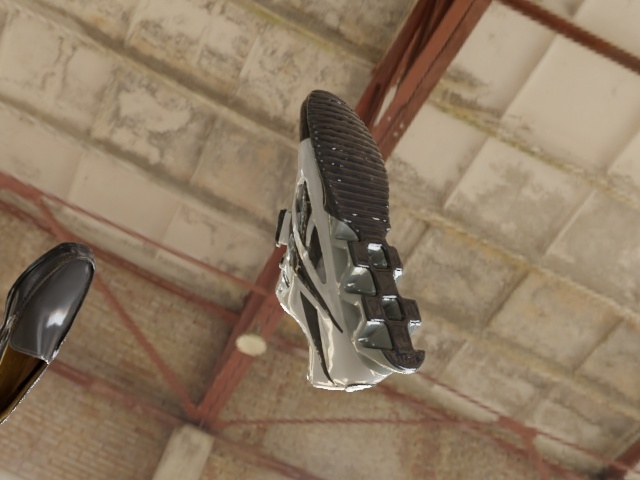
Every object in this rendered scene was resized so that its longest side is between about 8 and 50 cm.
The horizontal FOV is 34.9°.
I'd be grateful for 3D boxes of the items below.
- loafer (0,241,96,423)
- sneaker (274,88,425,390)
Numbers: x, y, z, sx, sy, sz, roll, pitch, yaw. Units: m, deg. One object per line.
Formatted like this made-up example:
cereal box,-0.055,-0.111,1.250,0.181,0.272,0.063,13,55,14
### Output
loafer,-0.233,0.079,0.835,0.062,0.061,0.170,24,-74,-38
sneaker,0.000,0.000,1.085,0.146,0.331,0.122,-26,-27,37
